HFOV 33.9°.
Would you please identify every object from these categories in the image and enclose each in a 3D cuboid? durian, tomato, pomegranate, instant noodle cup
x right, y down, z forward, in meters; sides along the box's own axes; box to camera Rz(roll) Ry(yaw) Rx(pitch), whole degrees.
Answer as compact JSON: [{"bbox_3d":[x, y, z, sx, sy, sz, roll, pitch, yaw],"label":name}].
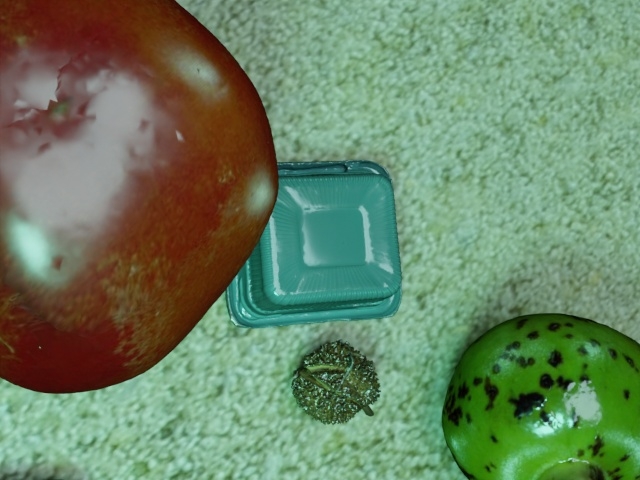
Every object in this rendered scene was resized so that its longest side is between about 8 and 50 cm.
[{"bbox_3d":[0.017,0.137,0.977,0.091,0.080,0.080,47,73,-15],"label":"durian"},{"bbox_3d":[-0.199,-0.053,0.790,0.293,0.290,0.325,-40,94,-15],"label":"tomato"},{"bbox_3d":[0.221,0.183,0.968,0.211,0.263,0.211,-1,125,-1],"label":"pomegranate"},{"bbox_3d":[0.000,0.000,0.982,0.179,0.070,0.157,-3,87,-20],"label":"instant noodle cup"}]
